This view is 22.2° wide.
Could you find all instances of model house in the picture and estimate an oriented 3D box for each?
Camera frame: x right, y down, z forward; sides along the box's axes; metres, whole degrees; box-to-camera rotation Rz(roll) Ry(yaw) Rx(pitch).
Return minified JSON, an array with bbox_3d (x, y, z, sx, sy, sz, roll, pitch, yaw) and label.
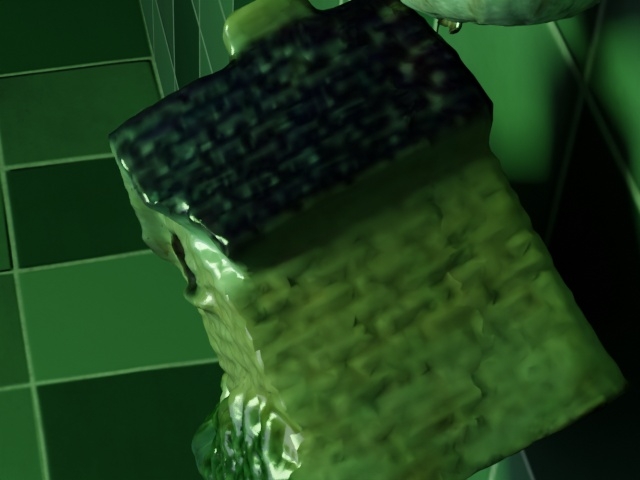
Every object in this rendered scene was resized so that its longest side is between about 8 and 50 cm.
[{"bbox_3d":[0.002,-0.001,0.967,0.284,0.243,0.298,67,170,-6],"label":"model house"}]

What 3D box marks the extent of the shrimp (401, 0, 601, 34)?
[{"bbox_3d":[0.076,-0.192,0.895,0.343,0.145,0.116,-105,-9,-63],"label":"shrimp"}]
